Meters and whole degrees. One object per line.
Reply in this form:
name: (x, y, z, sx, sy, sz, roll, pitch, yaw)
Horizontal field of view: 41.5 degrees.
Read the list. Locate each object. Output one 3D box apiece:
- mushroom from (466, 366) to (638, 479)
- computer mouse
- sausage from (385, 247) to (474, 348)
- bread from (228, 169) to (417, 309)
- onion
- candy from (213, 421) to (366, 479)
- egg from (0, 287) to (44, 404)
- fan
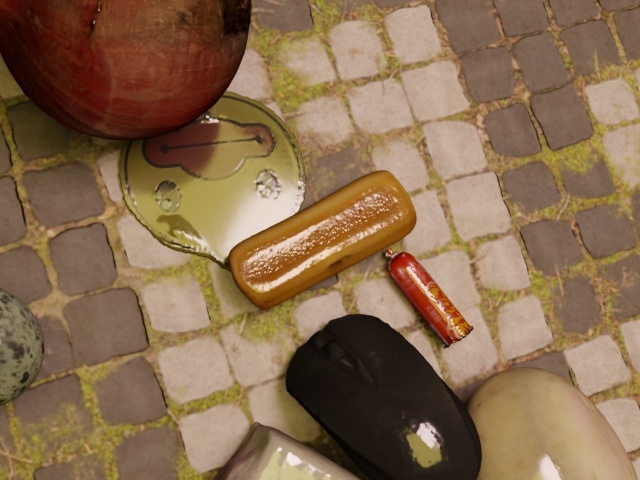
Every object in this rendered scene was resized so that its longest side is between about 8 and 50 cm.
mushroom: (0.246, 0.269, 0.972, 0.246, 0.202, 0.246, 37, 39, -37)
computer mouse: (0.063, 0.172, 0.930, 0.138, 0.086, 0.270, -37, 49, -13)
sausage: (0.131, 0.066, 1.059, 0.050, 0.048, 0.145, -37, 87, -22)
bread: (0.000, 0.000, 1.026, 0.239, 0.074, 0.092, -27, 84, -16)
onion: (-0.211, -0.286, 0.902, 0.354, 0.353, 0.353, 2, 79, -12)
candy: (0.025, 0.368, 0.925, 0.359, 0.145, 0.208, 32, 74, -6)
egg: (-0.378, 0.107, 0.892, 0.172, 0.132, 0.132, 21, 75, 4)
fan: (-0.139, -0.126, 1.050, 0.230, 0.011, 0.334, -8, 82, -14)
